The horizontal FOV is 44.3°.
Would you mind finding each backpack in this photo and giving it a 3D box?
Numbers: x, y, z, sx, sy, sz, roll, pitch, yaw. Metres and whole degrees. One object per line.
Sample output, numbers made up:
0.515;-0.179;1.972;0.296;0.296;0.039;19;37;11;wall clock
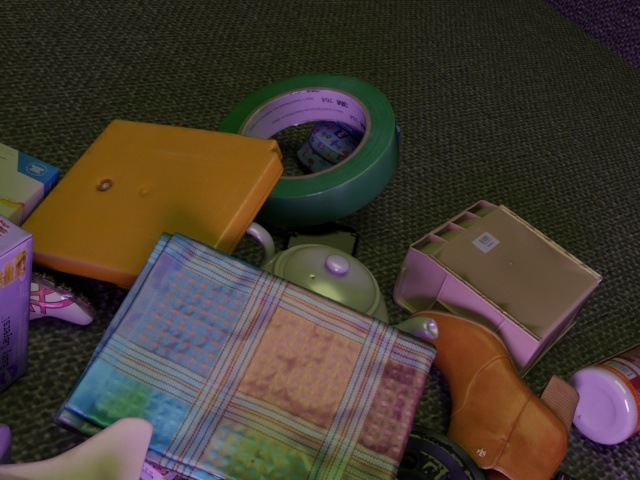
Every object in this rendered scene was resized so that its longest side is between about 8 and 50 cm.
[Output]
0.048;-0.186;1.528;0.173;0.117;0.158;-22;55;-38;backpack

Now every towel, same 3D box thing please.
-0.071;0.157;0.899;0.370;0.040;0.271;22;57;3;towel

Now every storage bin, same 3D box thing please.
0.297;0.079;1.329;0.260;0.123;0.262;39;42;21;storage bin

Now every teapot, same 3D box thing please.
-0.009;0.091;1.118;0.256;0.187;0.252;-2;44;-26;teapot

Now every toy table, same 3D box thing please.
-0.264;0.274;0.726;0.161;0.274;0.252;16;74;-10;toy table

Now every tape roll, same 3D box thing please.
-0.024;-0.167;1.390;0.321;0.077;0.321;-7;48;8;tape roll

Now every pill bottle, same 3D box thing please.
0.499;0.231;1.245;0.221;0.121;0.121;-13;50;-36;pill bottle

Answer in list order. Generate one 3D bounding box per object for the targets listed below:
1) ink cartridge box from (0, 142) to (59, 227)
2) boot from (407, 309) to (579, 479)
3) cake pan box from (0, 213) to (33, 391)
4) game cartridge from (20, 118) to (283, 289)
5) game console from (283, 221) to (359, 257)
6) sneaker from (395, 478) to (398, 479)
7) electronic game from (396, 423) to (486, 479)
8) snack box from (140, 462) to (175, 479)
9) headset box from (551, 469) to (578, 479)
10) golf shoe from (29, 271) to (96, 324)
-0.497;-0.044;1.132;0.134;0.078;0.231;23;39;1;ink cartridge box
0.213;0.233;1.130;0.295;0.104;0.211;28;47;20;boot
-0.461;0.028;0.931;0.267;0.246;0.070;32;39;12;cake pan box
-0.242;-0.054;1.129;0.324;0.052;0.285;12;53;25;game cartridge
0.000;0.000;1.369;0.122;0.071;0.107;16;69;-6;game console
-0.044;0.308;0.908;0.271;0.100;0.108;-12;35;-18;sneaker
0.104;0.330;0.981;0.229;0.048;0.229;3;47;-3;electronic game
-0.219;0.229;0.976;0.141;0.037;0.100;33;39;14;snack box
0.346;0.360;1.068;0.083;0.062;0.032;31;39;10;headset box
-0.396;0.079;1.059;0.186;0.086;0.067;26;-6;-16;golf shoe
